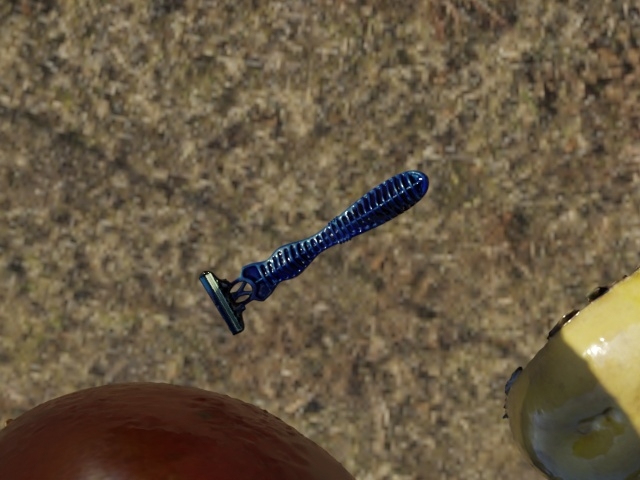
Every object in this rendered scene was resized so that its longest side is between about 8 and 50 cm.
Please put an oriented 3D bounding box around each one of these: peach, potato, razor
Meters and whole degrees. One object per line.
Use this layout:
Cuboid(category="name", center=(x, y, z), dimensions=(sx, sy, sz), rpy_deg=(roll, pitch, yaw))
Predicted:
Cuboid(category="peach", center=(-0.096, 0.207, 0.704), dimensions=(0.281, 0.281, 0.338), rpy_deg=(38, 172, -39))
Cuboid(category="potato", center=(0.215, 0.080, 0.817), dimensions=(0.138, 0.098, 0.243), rpy_deg=(6, 132, -46))
Cuboid(category="razor", center=(0.000, 0.000, 0.792), dimensions=(0.154, 0.028, 0.044), rpy_deg=(-32, 92, 12))
